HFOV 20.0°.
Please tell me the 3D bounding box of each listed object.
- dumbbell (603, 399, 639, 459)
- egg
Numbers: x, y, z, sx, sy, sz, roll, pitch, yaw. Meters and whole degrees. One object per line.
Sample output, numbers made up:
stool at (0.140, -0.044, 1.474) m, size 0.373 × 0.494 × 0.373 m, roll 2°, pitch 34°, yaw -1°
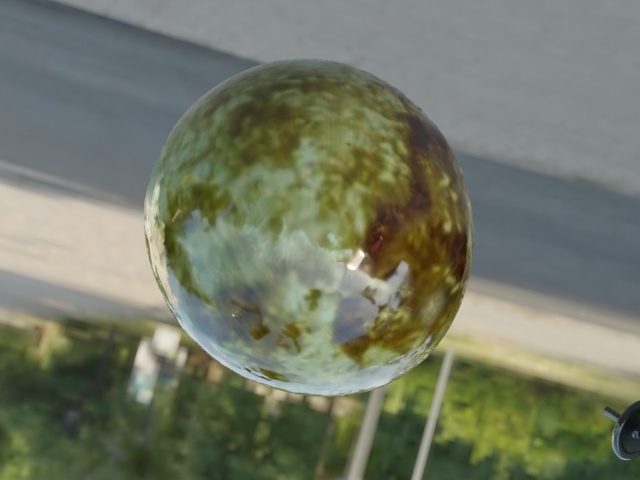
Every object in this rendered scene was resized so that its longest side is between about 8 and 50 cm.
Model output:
dumbbell at (0.343, 0.206, 1.860) m, size 0.069 × 0.069 × 0.147 m, roll 22°, pitch -172°, yaw -45°
egg at (0.000, 0.000, 1.342) m, size 0.238 × 0.238 × 0.289 m, roll 11°, pitch 153°, yaw 37°
